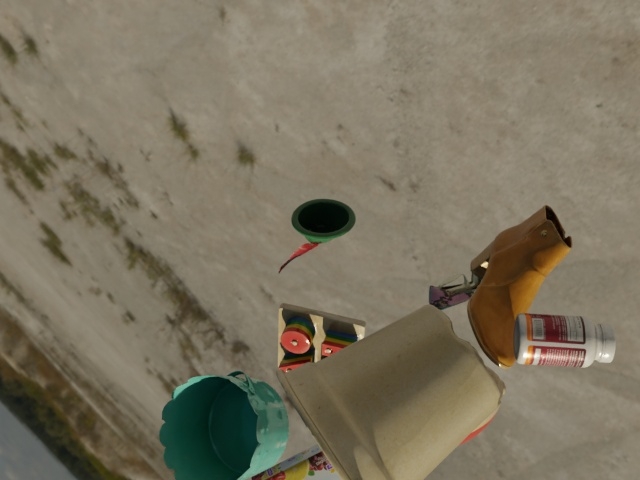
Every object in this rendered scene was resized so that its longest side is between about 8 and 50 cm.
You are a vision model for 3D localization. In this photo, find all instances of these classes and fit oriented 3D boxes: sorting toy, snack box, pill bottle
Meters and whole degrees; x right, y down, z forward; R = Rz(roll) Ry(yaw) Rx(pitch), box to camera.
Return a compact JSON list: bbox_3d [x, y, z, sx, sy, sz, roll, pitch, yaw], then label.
[{"bbox_3d":[-0.009,0.330,2.132,0.255,0.089,0.257,12,128,11],"label":"sorting toy"},{"bbox_3d":[-0.012,0.520,1.487,0.070,0.207,0.175,168,79,-81],"label":"snack box"},{"bbox_3d":[0.403,0.167,1.218,0.151,0.086,0.086,3,143,7],"label":"pill bottle"}]

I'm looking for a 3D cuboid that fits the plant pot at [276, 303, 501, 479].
[{"bbox_3d":[0.137,0.285,1.311,0.334,0.305,0.334,54,174,8],"label":"plant pot"}]

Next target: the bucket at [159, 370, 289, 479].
[{"bbox_3d":[-0.221,0.446,1.738,0.281,0.281,0.183,34,-173,26],"label":"bucket"}]

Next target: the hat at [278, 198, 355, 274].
[{"bbox_3d":[0.000,0.000,2.107,0.208,0.173,0.184,13,134,18],"label":"hat"}]

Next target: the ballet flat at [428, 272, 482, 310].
[{"bbox_3d":[0.372,0.117,1.844,0.077,0.221,0.079,-156,57,-69],"label":"ballet flat"}]

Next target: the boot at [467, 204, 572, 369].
[{"bbox_3d":[0.380,0.075,1.367,0.104,0.295,0.211,30,129,-23],"label":"boot"}]

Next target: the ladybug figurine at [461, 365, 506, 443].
[{"bbox_3d":[0.233,0.410,1.789,0.305,0.448,0.162,-96,-1,-66],"label":"ladybug figurine"}]

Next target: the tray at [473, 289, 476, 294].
[{"bbox_3d":[0.367,0.170,1.563,0.145,0.030,0.270,67,-162,8],"label":"tray"}]
